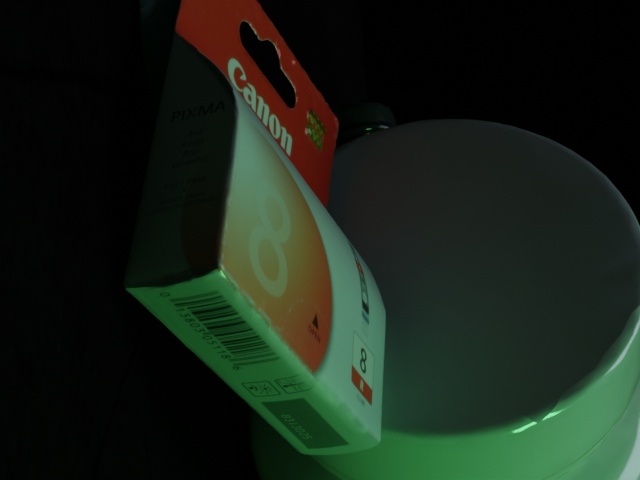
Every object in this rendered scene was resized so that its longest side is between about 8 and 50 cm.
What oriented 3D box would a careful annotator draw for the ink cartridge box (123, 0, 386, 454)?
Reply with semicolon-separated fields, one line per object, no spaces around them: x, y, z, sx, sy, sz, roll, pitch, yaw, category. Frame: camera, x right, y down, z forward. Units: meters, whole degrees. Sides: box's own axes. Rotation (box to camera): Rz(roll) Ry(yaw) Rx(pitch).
-0.012;-0.022;0.539;0.145;0.045;0.179;52;39;-48;ink cartridge box

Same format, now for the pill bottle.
0.080;0.129;0.756;0.392;0.224;0.224;79;7;-52;pill bottle

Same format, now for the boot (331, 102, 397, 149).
0.058;0.013;1.125;0.246;0.094;0.207;43;38;-74;boot

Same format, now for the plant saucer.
-0.056;-0.082;0.577;0.119;0.021;0.119;-5;90;-86;plant saucer
